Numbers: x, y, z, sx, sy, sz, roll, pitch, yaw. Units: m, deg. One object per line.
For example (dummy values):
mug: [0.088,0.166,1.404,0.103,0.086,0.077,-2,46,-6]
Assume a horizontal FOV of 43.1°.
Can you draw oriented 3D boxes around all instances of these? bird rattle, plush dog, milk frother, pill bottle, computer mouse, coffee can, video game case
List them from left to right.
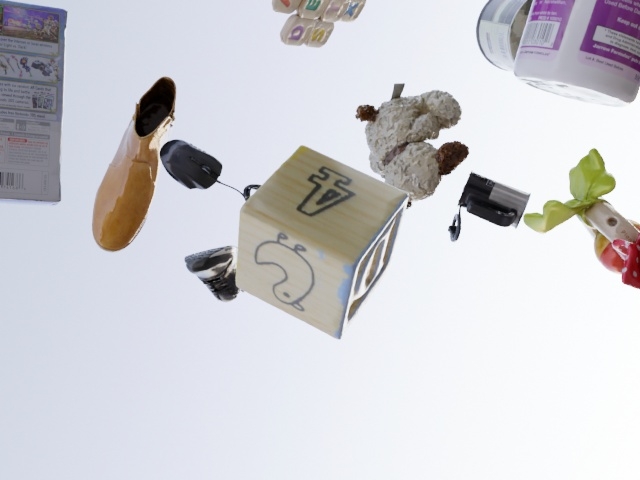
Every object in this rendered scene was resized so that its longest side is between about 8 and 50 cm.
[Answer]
video game case: [-0.448,-0.171,0.967,0.270,0.061,0.244,3,-94,-26]
computer mouse: [-0.169,-0.102,1.402,0.071,0.242,0.041,-63,4,-19]
plush dog: [0.190,-0.191,1.762,0.211,0.225,0.262,9,-41,-48]
milk frother: [0.351,-0.052,1.712,0.143,0.135,0.129,100,-164,-49]
coffee can: [0.488,-0.474,1.851,0.202,0.275,0.201,-1,-72,-4]
pill bottle: [0.376,-0.341,1.067,0.169,0.169,0.301,6,-77,-52]
bird rattle: [0.428,-0.004,1.131,0.143,0.253,0.207,-51,-37,4]

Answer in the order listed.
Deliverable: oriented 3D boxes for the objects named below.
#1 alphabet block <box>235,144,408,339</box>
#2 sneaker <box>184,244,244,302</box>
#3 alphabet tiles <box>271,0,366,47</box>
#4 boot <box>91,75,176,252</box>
alphabet block: [0.000,0.000,1.281,0.193,0.197,0.192,-50,-21,-41]
sneaker: [-0.224,0.081,1.880,0.283,0.107,0.124,3,-106,-78]
alphabet tiles: [0.034,-0.464,1.426,0.278,0.021,0.284,-14,-37,-56]
boot: [-0.335,-0.138,1.453,0.211,0.104,0.295,135,153,-68]
